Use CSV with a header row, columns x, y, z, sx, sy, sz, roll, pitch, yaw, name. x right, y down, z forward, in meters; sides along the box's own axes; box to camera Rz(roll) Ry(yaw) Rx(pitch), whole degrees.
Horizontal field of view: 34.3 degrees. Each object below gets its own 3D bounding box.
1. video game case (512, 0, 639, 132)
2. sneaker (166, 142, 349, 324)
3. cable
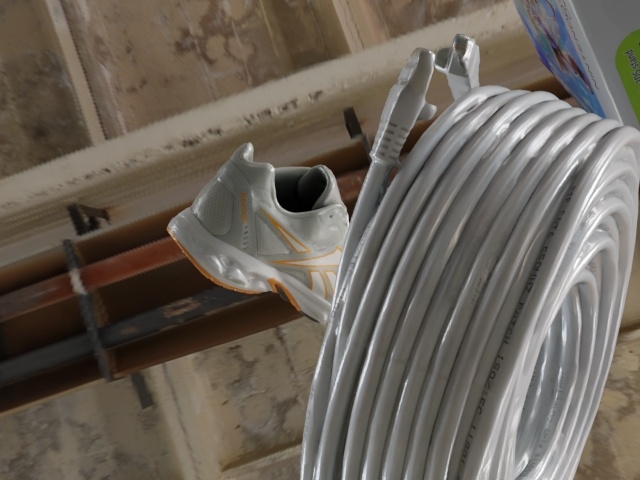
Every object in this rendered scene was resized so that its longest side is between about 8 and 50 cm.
x,y,z,sx,sy,sz,roll,pitch,yaw,name
0.166,-0.202,0.728,0.061,0.269,0.244,-27,-64,8,video game case
0.000,0.000,0.919,0.121,0.262,0.099,-53,-135,15,sneaker
0.083,0.055,0.501,0.089,0.257,0.257,17,-94,26,cable
